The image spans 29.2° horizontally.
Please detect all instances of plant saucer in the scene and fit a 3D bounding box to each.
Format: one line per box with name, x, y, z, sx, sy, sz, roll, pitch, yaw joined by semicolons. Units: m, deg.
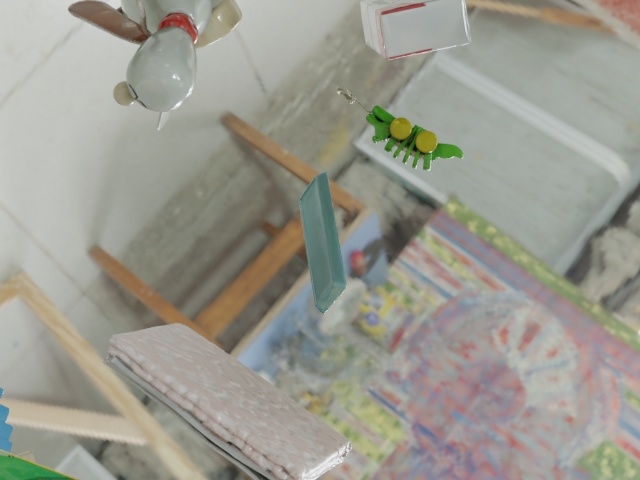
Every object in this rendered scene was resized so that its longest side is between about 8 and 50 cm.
plant saucer;0.000;0.000;1.610;0.018;0.192;0.067;11;139;-26

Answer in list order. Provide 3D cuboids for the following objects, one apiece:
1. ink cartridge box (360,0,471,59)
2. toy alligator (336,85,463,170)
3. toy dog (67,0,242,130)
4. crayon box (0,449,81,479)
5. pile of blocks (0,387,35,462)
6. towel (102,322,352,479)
ink cartridge box;0.106;-0.251;1.406;0.099;0.135;0.056;-13;107;-5
toy alligator;0.094;-0.137;1.600;0.051;0.189;0.056;-62;174;1
toy dog;-0.206;-0.240;1.403;0.161;0.220;0.334;-26;-171;17
crayon box;-0.343;0.285;1.195;0.081;0.278;0.165;-67;176;-63
pile of blocks;-0.483;0.296;1.665;0.149;0.112;0.362;-9;86;-46
towel;-0.127;0.235;1.760;0.053;0.332;0.317;-56;169;7
